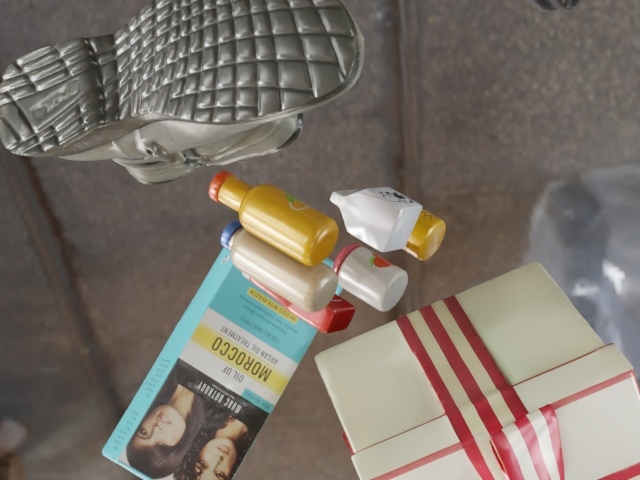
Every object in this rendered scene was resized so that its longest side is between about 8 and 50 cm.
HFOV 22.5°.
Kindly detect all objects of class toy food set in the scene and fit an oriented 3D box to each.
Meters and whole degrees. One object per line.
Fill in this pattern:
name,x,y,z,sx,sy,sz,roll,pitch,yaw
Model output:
toy food set,0.000,0.000,1.296,0.232,0.104,0.111,-10,126,-59

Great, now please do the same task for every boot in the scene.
boot,-0.055,-0.089,0.950,0.246,0.083,0.161,-9,169,31

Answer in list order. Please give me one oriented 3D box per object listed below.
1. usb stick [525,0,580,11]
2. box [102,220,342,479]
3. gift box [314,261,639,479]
usb stick,0.036,-0.210,0.961,0.278,0.045,0.077,31,173,28
box,-0.082,0.107,1.399,0.100,0.244,0.060,33,169,-16
gift box,0.138,0.210,1.324,0.276,0.258,0.255,-28,115,-1
